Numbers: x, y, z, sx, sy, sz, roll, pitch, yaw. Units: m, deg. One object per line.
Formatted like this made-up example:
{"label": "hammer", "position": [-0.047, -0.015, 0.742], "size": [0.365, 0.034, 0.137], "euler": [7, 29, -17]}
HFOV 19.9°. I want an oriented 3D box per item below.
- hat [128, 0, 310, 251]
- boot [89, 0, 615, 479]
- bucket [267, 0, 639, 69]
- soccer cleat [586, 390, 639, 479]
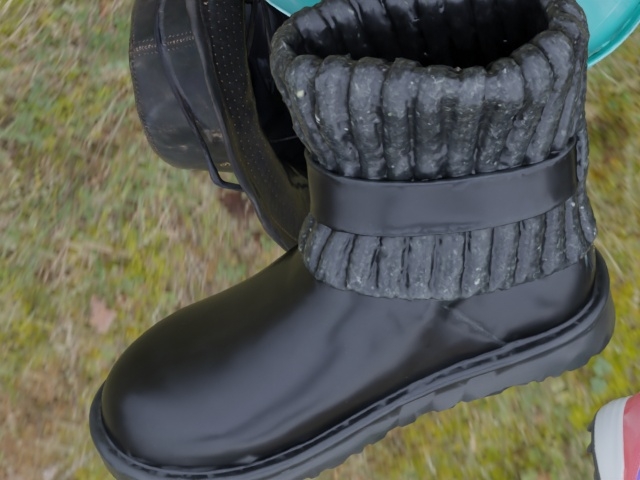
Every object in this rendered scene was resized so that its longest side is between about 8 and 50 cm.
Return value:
{"label": "hat", "position": [-0.058, -0.118, 1.334], "size": [0.134, 0.331, 0.331], "euler": [-13, 108, 25]}
{"label": "boot", "position": [0.000, -0.003, 1.046], "size": [0.348, 0.131, 0.260], "euler": [-22, 137, -1]}
{"label": "bucket", "position": [0.095, -0.231, 1.218], "size": [0.281, 0.183, 0.281], "euler": [-9, 70, 27]}
{"label": "soccer cleat", "position": [0.259, 0.224, 1.159], "size": [0.116, 0.318, 0.109], "euler": [-31, 138, 29]}
